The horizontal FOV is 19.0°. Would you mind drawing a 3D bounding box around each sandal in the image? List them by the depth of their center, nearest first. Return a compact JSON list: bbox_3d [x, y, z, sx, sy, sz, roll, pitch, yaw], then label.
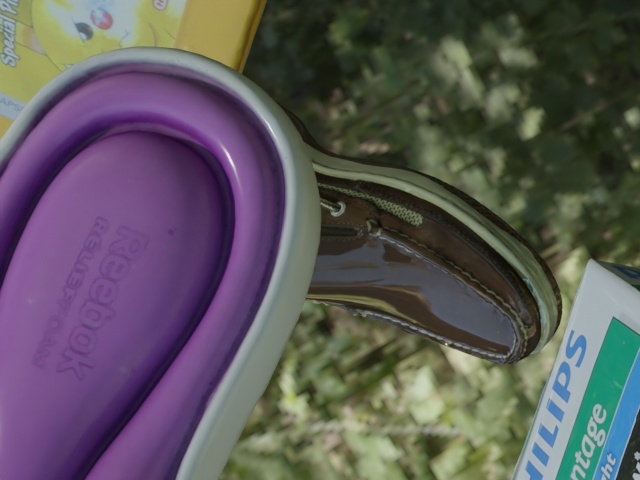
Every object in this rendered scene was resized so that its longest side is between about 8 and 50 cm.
[{"bbox_3d":[-0.126,0.116,0.607,0.169,0.416,0.102,14,164,13],"label":"sandal"}]

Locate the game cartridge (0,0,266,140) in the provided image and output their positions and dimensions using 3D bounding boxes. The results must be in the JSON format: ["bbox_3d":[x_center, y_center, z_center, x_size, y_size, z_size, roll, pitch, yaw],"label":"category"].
[{"bbox_3d":[-0.198,-0.174,1.243,0.324,0.052,0.285,23,133,2],"label":"game cartridge"}]

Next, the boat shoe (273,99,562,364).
[{"bbox_3d":[0.000,0.006,1.011,0.257,0.095,0.095,28,141,26],"label":"boat shoe"}]

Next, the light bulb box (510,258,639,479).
[{"bbox_3d":[0.372,0.196,1.279,0.361,0.358,0.225,40,115,59],"label":"light bulb box"}]
